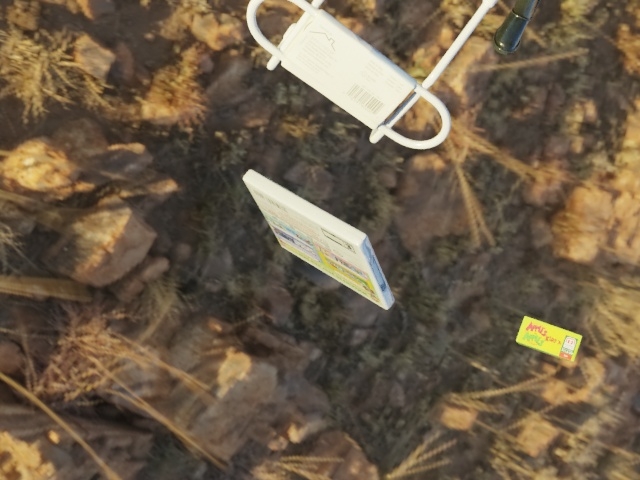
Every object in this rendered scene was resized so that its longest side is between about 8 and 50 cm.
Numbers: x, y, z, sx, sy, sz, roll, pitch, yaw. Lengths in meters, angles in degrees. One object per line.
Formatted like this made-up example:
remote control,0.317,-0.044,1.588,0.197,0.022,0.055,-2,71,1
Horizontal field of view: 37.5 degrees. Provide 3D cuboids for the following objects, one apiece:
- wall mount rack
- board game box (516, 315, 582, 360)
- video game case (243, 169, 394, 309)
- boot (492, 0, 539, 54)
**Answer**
wall mount rack,0.083,-0.306,1.379,0.350,0.304,0.130,34,47,-11
board game box,0.369,0.161,1.531,0.181,0.092,0.043,29,80,-76
video game case,0.000,0.000,1.329,0.023,0.212,0.193,-51,149,-15
boot,0.322,-0.366,1.507,0.121,0.045,0.099,-56,172,-35
